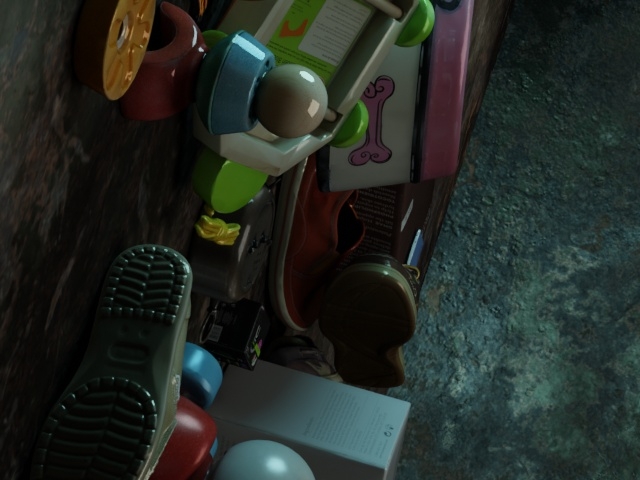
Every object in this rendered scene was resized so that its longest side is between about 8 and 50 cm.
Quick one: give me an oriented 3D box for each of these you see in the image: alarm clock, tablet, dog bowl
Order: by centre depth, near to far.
[{"bbox_3d":[-0.093,0.017,1.915,0.129,0.064,0.192,-33,142,-76],"label":"alarm clock"},{"bbox_3d":[0.092,-0.245,2.029,0.408,0.150,0.407,7,90,-86],"label":"dog bowl"},{"bbox_3d":[0.127,0.019,2.526,0.083,0.006,0.054,67,41,-76],"label":"tablet"}]

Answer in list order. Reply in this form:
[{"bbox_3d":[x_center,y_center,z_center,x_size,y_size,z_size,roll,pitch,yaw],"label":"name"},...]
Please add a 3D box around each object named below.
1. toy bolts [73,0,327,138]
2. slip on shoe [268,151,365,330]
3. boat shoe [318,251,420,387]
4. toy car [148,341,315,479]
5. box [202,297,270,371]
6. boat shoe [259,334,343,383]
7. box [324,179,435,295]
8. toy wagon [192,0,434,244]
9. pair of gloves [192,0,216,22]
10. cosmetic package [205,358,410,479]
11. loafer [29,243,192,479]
[{"bbox_3d":[-0.073,-0.151,1.431,0.228,0.159,0.218,94,16,-52],"label":"toy bolts"},{"bbox_3d":[0.000,0.000,2.295,0.331,0.101,0.123,98,11,-47],"label":"slip on shoe"},{"bbox_3d":[0.070,0.078,2.387,0.342,0.123,0.123,80,18,-64],"label":"boat shoe"},{"bbox_3d":[-0.088,0.254,1.794,0.210,0.238,0.219,97,14,-45],"label":"toy car"},{"bbox_3d":[-0.093,0.101,2.075,0.083,0.052,0.062,73,35,-71],"label":"box"},{"bbox_3d":[-0.034,0.166,2.397,0.285,0.103,0.092,-44,112,-88],"label":"boat shoe"},{"bbox_3d":[0.070,-0.087,2.446,0.381,0.143,0.191,95,15,-57],"label":"box"},{"bbox_3d":[-0.031,-0.156,1.727,0.344,0.068,0.267,-57,152,8],"label":"toy wagon"},{"bbox_3d":[-0.093,-0.233,1.628,0.083,0.010,0.074,-62,165,-53],"label":"pair of gloves"},{"bbox_3d":[-0.030,0.283,2.217,0.138,0.225,0.224,-64,167,-56],"label":"cosmetic package"},{"bbox_3d":[-0.163,0.137,1.577,0.092,0.102,0.268,73,34,-63],"label":"loafer"}]
